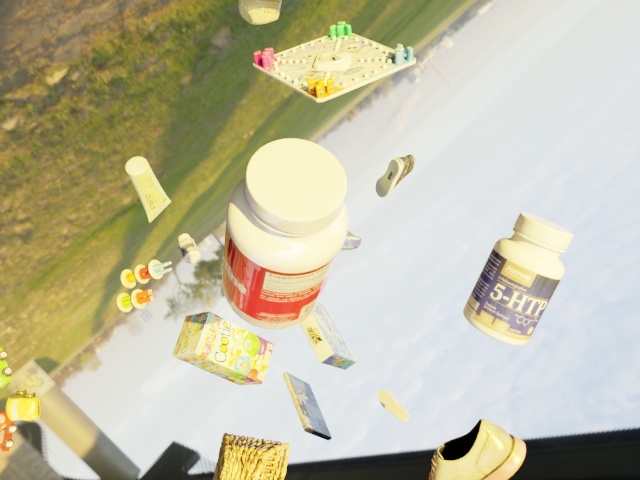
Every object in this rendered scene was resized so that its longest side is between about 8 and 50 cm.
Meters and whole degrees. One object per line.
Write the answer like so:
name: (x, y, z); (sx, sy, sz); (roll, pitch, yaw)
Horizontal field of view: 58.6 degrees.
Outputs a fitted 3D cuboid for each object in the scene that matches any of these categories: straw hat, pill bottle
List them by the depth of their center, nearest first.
pill bottle: (0.309, 0.057, 0.887); (0.112, 0.112, 0.186); (-70, 180, -74)
straw hat: (-0.096, -0.376, 0.906); (0.144, 0.144, 0.061); (-52, 158, -55)
pill bottle: (-0.074, -0.001, 1.125); (0.229, 0.229, 0.407); (-45, 166, -30)
pill bottle: (-0.532, 0.030, 2.293); (0.067, 0.120, 0.067); (-20, 141, -17)

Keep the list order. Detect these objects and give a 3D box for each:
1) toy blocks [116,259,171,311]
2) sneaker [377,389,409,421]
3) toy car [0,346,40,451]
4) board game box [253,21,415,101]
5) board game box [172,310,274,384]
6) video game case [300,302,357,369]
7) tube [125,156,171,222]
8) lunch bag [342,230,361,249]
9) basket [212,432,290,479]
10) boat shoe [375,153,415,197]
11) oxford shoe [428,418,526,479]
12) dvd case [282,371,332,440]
toy blocks: (-0.452, 0.114, 1.482); (0.148, 0.054, 0.123); (-17, -123, 25)
sneaker: (0.256, 0.580, 2.000); (0.051, 0.134, 0.070); (-47, 160, -3)
toy car: (-0.751, 0.360, 1.341); (0.239, 0.225, 0.053); (-41, 158, 31)
board game box: (0.038, -0.591, 1.842); (0.390, 0.050, 0.390); (-29, -135, -23)
board game box: (-0.310, 0.354, 1.848); (0.142, 0.275, 0.144); (-16, -130, 45)
video game case: (0.009, 0.312, 1.954); (0.061, 0.244, 0.269); (-35, 155, 7)
tube: (-0.486, -0.144, 1.626); (0.070, 0.062, 0.240); (-11, 151, -5)
lunch bag: (0.000, 0.000, 2.222); (0.221, 0.138, 0.293); (5, -176, -33)
basket: (-0.200, 0.733, 1.638); (0.213, 0.223, 0.299); (161, -57, -77)
boat shoe: (0.255, -0.215, 1.925); (0.083, 0.065, 0.183); (-21, 157, -31)
oxford shoe: (0.326, 0.591, 1.452); (0.397, 0.146, 0.140); (-49, -176, 19)
dvd case: (-0.051, 0.633, 2.181); (0.022, 0.180, 0.253); (-37, -131, 9)
